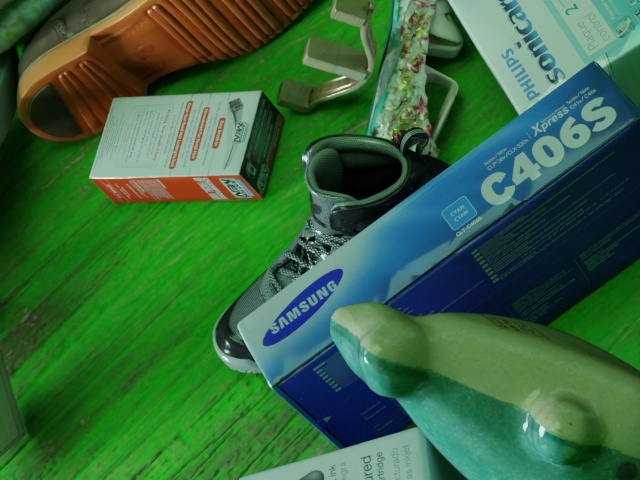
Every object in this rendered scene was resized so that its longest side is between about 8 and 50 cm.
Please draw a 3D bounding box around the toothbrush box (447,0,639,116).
[{"bbox_3d":[0.268,-0.222,1.467,0.295,0.126,0.216,-32,53,10],"label":"toothbrush box"}]

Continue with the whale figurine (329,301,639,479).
[{"bbox_3d":[0.129,0.130,1.263,0.141,0.272,0.216,-69,22,7],"label":"whale figurine"}]

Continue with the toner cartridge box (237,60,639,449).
[{"bbox_3d":[0.119,0.023,1.381,0.348,0.165,0.075,-36,51,4],"label":"toner cartridge box"}]

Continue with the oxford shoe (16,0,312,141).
[{"bbox_3d":[-0.148,-0.240,1.698,0.363,0.130,0.133,-26,48,12],"label":"oxford shoe"}]

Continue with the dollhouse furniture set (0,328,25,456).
[{"bbox_3d":[-0.397,0.099,1.567,0.242,0.161,0.212,30,57,25],"label":"dollhouse furniture set"}]

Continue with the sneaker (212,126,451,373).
[{"bbox_3d":[0.000,0.000,1.462,0.268,0.153,0.101,-34,52,7],"label":"sneaker"}]

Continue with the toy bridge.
[{"bbox_3d":[0.017,-0.163,1.553,0.063,0.188,0.026,16,63,-12],"label":"toy bridge"}]

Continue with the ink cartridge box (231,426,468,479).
[{"bbox_3d":[-0.020,0.291,1.326,0.289,0.121,0.211,-19,55,18],"label":"ink cartridge box"}]

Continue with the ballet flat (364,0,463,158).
[{"bbox_3d":[0.088,-0.157,1.565,0.077,0.091,0.241,10,69,-1],"label":"ballet flat"}]

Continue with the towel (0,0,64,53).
[{"bbox_3d":[-0.362,-0.329,1.821,0.320,0.090,0.374,25,61,40],"label":"towel"}]

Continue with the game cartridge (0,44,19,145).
[{"bbox_3d":[-0.404,-0.130,1.731,0.196,0.060,0.294,-2,38,6],"label":"game cartridge"}]

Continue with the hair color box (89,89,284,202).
[{"bbox_3d":[-0.126,-0.087,1.642,0.167,0.053,0.093,0,62,29],"label":"hair color box"}]
